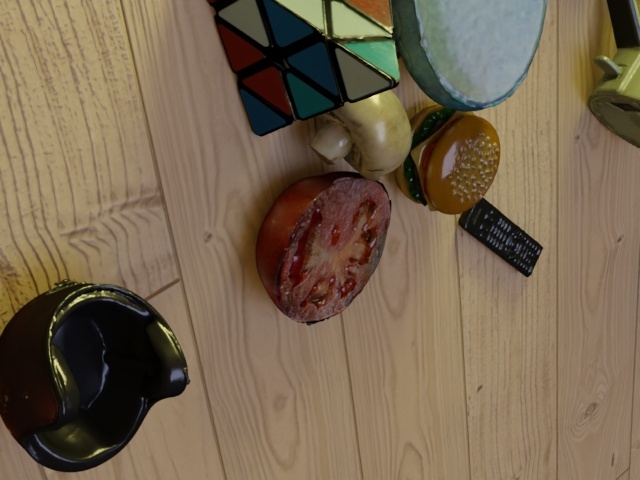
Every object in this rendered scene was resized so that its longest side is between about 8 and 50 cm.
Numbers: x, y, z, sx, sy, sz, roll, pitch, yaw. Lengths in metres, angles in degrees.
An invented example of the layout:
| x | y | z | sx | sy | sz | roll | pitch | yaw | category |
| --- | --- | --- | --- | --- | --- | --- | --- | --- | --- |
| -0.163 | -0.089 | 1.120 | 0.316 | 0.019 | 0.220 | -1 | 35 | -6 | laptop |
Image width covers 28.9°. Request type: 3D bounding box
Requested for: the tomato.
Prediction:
| x | y | z | sx | sy | sz | roll | pitch | yaw | category |
| --- | --- | --- | --- | --- | --- | --- | --- | --- | --- |
| -0.003 | 0.000 | 1.663 | 0.225 | 0.085 | 0.225 | -28 | 130 | -38 | tomato |

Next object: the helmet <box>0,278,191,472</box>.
| x | y | z | sx | sy | sz | roll | pitch | yaw | category |
| --- | --- | --- | --- | --- | --- | --- | --- | --- | --- |
| -0.267 | 0.148 | 1.386 | 0.189 | 0.193 | 0.216 | -11 | 114 | -43 | helmet |

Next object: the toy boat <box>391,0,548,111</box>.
| x | y | z | sx | sy | sz | roll | pitch | yaw | category |
| --- | --- | --- | --- | --- | --- | --- | --- | --- | --- |
| 0.179 | -0.329 | 1.607 | 0.215 | 0.123 | 0.330 | -23 | 119 | -19 | toy boat |

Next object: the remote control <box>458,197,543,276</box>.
| x | y | z | sx | sy | sz | roll | pitch | yaw | category |
| --- | --- | --- | --- | --- | --- | --- | --- | --- | --- |
| 0.296 | -0.005 | 2.019 | 0.245 | 0.025 | 0.063 | 33 | 85 | -50 | remote control |

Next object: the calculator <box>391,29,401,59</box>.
| x | y | z | sx | sy | sz | roll | pitch | yaw | category |
| --- | --- | --- | --- | --- | --- | --- | --- | --- | --- |
| 0.070 | -0.345 | 1.587 | 0.166 | 0.028 | 0.274 | -45 | 136 | -13 | calculator |

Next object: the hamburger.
| x | y | z | sx | sy | sz | roll | pitch | yaw | category |
| --- | --- | --- | --- | --- | --- | --- | --- | --- | --- |
| 0.182 | -0.116 | 1.765 | 0.162 | 0.115 | 0.162 | -24 | 127 | -37 | hamburger |

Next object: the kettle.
| x | y | z | sx | sy | sz | roll | pitch | yaw | category |
| --- | --- | --- | --- | --- | --- | --- | --- | --- | --- |
| 0.593 | -0.356 | 2.005 | 0.361 | 0.250 | 0.377 | 32 | 84 | -22 | kettle |

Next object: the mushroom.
| x | y | z | sx | sy | sz | roll | pitch | yaw | category |
| --- | --- | --- | --- | --- | --- | --- | --- | --- | --- |
| 0.043 | -0.145 | 1.585 | 0.122 | 0.154 | 0.154 | -37 | 136 | -6 | mushroom |

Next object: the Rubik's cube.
| x | y | z | sx | sy | sz | roll | pitch | yaw | category |
| --- | --- | --- | --- | --- | --- | --- | --- | --- | --- |
| -0.077 | -0.258 | 1.455 | 0.234 | 0.284 | 0.250 | 32 | 129 | -27 | Rubik's cube |
